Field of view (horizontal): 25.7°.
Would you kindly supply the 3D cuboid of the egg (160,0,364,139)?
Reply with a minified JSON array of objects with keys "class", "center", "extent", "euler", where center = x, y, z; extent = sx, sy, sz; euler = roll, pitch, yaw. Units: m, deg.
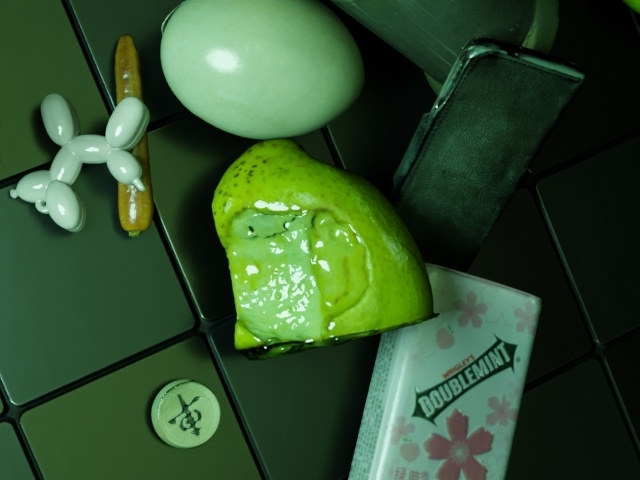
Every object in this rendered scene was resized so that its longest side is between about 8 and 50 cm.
[{"class":"egg","center":[-0.068,-0.214,1.675],"extent":[0.253,0.186,0.186],"euler":[14,80,-17]}]

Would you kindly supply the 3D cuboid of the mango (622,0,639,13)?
[{"class":"mango","center":[0.441,-0.465,1.914],"extent":[0.192,0.156,0.343],"euler":[-13,93,-14]}]

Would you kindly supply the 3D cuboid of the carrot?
[{"class":"carrot","center":[-0.227,-0.127,1.685],"extent":[0.043,0.043,0.247],"euler":[-2,84,-21]}]

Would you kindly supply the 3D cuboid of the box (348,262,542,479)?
[{"class":"box","center":[0.149,0.228,1.758],"extent":[0.190,0.112,0.369],"euler":[16,79,-18]}]

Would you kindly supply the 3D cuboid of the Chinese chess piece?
[{"class":"Chinese chess piece","center":[-0.160,0.208,1.681],"extent":[0.084,0.034,0.084],"euler":[2,86,-21]}]

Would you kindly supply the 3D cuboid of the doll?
[{"class":"doll","center":[-0.280,-0.090,1.637],"extent":[0.161,0.059,0.160],"euler":[2,81,7]}]

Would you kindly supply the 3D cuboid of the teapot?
[{"class":"teapot","center":[0.112,-0.340,1.696],"extent":[0.337,0.200,0.270],"euler":[30,41,-44]}]

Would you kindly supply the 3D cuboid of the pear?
[{"class":"pear","center":[0.000,0.000,1.654],"extent":[0.238,0.164,0.255],"euler":[-10,87,11]}]

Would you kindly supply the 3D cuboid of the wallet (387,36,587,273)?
[{"class":"wallet","center":[0.183,-0.099,1.731],"extent":[0.172,0.045,0.318],"euler":[10,123,-27]}]
